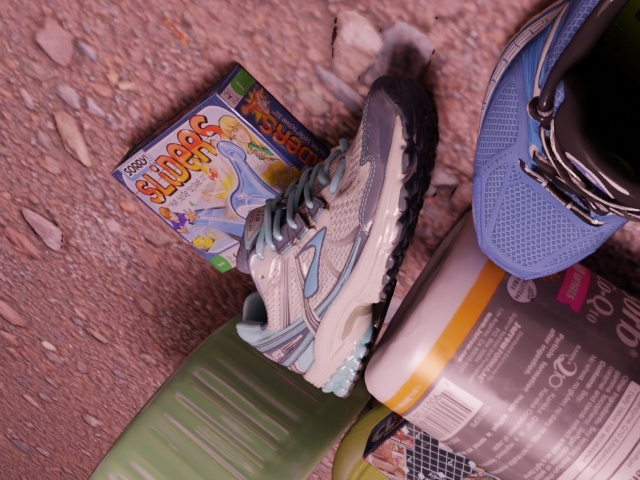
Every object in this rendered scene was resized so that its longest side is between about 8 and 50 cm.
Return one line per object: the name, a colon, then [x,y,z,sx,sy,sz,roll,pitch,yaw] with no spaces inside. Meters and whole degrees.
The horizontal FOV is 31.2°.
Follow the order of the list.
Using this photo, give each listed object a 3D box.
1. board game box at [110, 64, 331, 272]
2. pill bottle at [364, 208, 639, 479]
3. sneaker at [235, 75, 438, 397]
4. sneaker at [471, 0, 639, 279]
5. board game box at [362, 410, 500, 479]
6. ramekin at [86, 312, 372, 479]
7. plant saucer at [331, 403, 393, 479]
board game box: [-0.075,-0.051,0.941,0.136,0.035,0.201,43,147,-15]
pill bottle: [0.184,0.111,0.811,0.278,0.162,0.162,32,149,0]
sneaker: [0.000,0.000,0.821,0.122,0.110,0.283,20,131,5]
sneaker: [0.147,-0.069,0.604,0.130,0.147,0.330,31,147,6]
board game box: [0.181,0.203,0.981,0.243,0.042,0.165,40,118,-10]
ramekin: [-0.098,0.212,1.082,0.148,0.303,0.303,38,149,7]
plant saucer: [0.114,0.265,1.097,0.241,0.037,0.241,9,113,22]
